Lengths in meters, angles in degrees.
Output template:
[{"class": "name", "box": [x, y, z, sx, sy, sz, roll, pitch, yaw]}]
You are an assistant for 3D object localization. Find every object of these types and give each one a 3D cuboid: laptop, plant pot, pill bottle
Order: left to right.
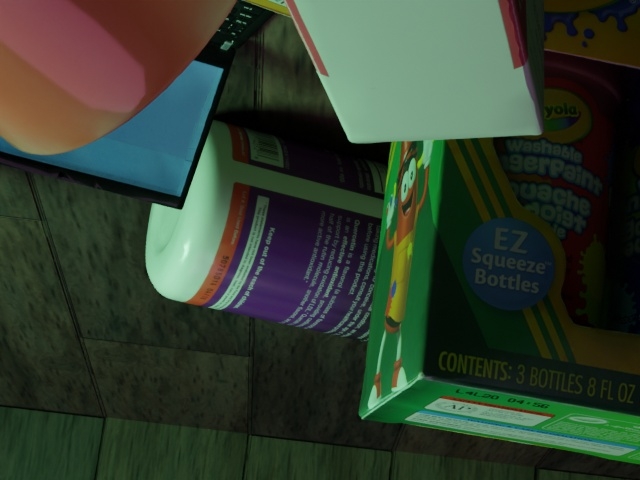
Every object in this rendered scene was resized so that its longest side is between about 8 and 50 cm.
[{"class": "plant pot", "box": [-0.200, -0.229, 1.068, 0.275, 0.275, 0.243, -13, 142, 44]}, {"class": "laptop", "box": [-0.168, -0.150, 1.428, 0.234, 0.136, 0.264, 14, 159, -21]}, {"class": "pill bottle", "box": [0.000, 0.000, 1.730, 0.323, 0.181, 0.181, 14, 159, -19]}]

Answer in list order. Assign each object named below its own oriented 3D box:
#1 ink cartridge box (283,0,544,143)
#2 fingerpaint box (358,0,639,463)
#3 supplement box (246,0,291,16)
[{"class": "ink cartridge box", "box": [0.056, -0.221, 0.936, 0.117, 0.283, 0.207, -2, 159, 13]}, {"class": "fingerpaint box", "box": [0.279, -0.024, 1.286, 0.445, 0.371, 0.163, 11, 162, -11]}, {"class": "supplement box", "box": [0.022, -0.234, 1.219, 0.080, 0.078, 0.233, 17, 159, -32]}]
